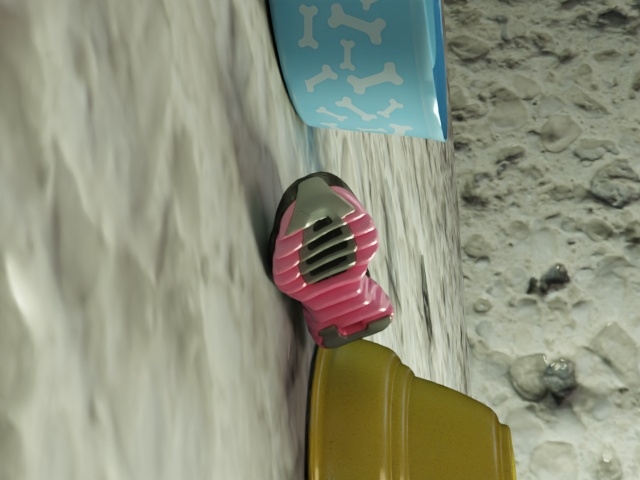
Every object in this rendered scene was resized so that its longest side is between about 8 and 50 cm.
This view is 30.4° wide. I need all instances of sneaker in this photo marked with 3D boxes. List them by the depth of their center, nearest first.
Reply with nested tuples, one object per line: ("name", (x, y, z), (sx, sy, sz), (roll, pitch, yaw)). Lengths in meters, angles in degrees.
("sneaker", (0.000, 0.000, 0.508), (0.119, 0.047, 0.057), (76, -3, -59))

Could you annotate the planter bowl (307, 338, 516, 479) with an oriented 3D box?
("planter bowl", (0.057, 0.146, 0.600), (0.217, 0.090, 0.217), (-5, 90, -81))

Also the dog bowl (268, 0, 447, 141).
("dog bowl", (0.012, -0.192, 0.579), (0.166, 0.074, 0.297), (-46, 129, -78))
